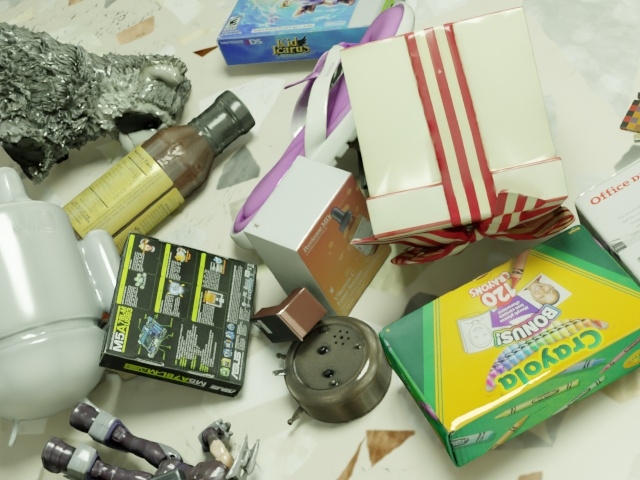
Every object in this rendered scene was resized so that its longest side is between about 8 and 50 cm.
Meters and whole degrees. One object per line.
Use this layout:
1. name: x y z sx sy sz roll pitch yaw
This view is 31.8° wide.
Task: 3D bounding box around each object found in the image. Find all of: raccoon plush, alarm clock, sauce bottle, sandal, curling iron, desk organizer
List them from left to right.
1. raccoon plush: -0.399 -0.303 1.726 0.299 0.447 0.216 -31 15 -1
2. sauce bottle: -0.245 -0.089 1.664 0.344 0.111 0.111 -39 49 -10
3. desk organizer: -0.041 0.095 1.421 0.050 0.047 0.130 -46 9 -18
4. sandal: -0.008 -0.175 1.547 0.416 0.102 0.169 -57 20 -7
5. alarm clock: 0.037 0.149 1.385 0.192 0.064 0.129 -19 49 7
6. curling iron: 0.053 -0.171 1.637 0.068 0.035 0.274 -22 48 14

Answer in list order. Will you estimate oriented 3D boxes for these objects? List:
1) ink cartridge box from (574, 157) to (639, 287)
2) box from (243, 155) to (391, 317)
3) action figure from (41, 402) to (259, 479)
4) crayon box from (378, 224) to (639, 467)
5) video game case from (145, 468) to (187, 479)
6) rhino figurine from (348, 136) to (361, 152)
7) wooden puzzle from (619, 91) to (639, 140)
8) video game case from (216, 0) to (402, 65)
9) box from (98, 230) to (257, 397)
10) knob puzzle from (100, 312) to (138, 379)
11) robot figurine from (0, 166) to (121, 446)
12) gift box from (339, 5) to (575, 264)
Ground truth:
1. ink cartridge box: 0.409 -0.002 1.312 0.139 0.082 0.191 -31 47 0
2. box: 0.000 0.000 1.439 0.091 0.170 0.130 21 67 35
3. action figure: -0.188 0.284 1.362 0.284 0.099 0.185 19 57 20
4. crayon box: 0.229 0.116 1.283 0.278 0.081 0.165 -28 49 -7
5. video game case: -0.246 0.421 1.252 0.274 0.035 0.248 -22 69 2
6. rhino figurine: 0.135 -0.201 1.585 0.243 0.106 0.073 -62 14 -26
7. wooden puzzle: 0.426 -0.162 1.477 0.049 0.006 0.083 18 64 34
8. video game case: -0.002 -0.385 1.787 0.269 0.061 0.244 0 46 25
9. box: -0.181 0.095 1.466 0.184 0.045 0.191 13 53 -13
10. knob puzzle: -0.242 0.103 1.566 0.213 0.030 0.213 -12 51 16
11. robot figurine: -0.402 0.086 1.486 0.299 0.200 0.354 -20 78 -7
12. gift box: 0.151 -0.111 1.339 0.255 0.276 0.258 -13 88 13
